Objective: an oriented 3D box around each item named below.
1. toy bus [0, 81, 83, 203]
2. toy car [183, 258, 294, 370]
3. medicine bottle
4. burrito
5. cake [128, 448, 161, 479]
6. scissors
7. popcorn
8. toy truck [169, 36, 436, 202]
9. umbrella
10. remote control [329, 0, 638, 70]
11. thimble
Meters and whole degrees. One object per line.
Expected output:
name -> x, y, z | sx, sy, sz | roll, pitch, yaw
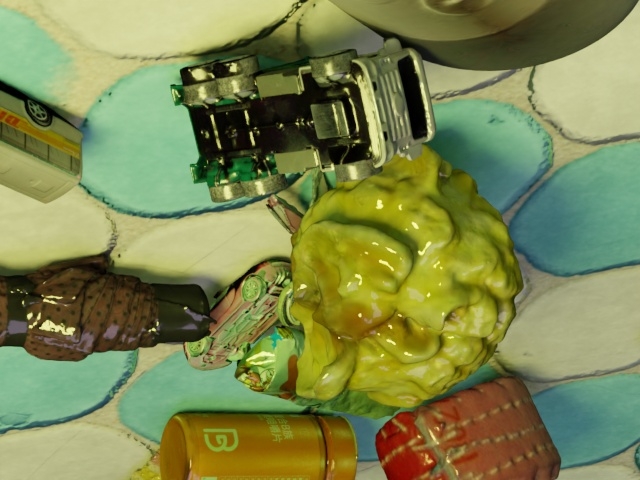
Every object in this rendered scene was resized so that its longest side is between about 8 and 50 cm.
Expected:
toy bus -> -0.262, -0.088, 1.510 | 0.057, 0.072, 0.172 | -31, 143, 31
toy car -> -0.075, 0.069, 1.831 | 0.142, 0.055, 0.069 | -45, 147, 25
medicine bottle -> -0.066, 0.230, 2.039 | 0.192, 0.096, 0.096 | 3, 144, -23
burrito -> 0.020, 0.123, 1.914 | 0.104, 0.054, 0.288 | -48, 148, 13
cake -> -0.114, 0.284, 2.157 | 0.225, 0.090, 0.109 | 31, 131, -24
scissors -> 0.000, 0.000, 1.762 | 0.133, 0.020, 0.187 | -35, 143, -8
popcorn -> 0.063, 0.035, 1.684 | 0.217, 0.181, 0.235 | -22, 132, -21
toy truck -> -0.010, -0.101, 1.511 | 0.216, 0.110, 0.116 | -5, -167, 43
umbrella -> -0.252, 0.062, 1.725 | 0.326, 0.090, 0.094 | 0, 142, -21
remote control -> 0.101, -0.216, 1.412 | 0.221, 0.103, 0.332 | -18, 152, 34
thimble -> 0.155, 0.228, 2.051 | 0.190, 0.125, 0.163 | -9, 162, -48
